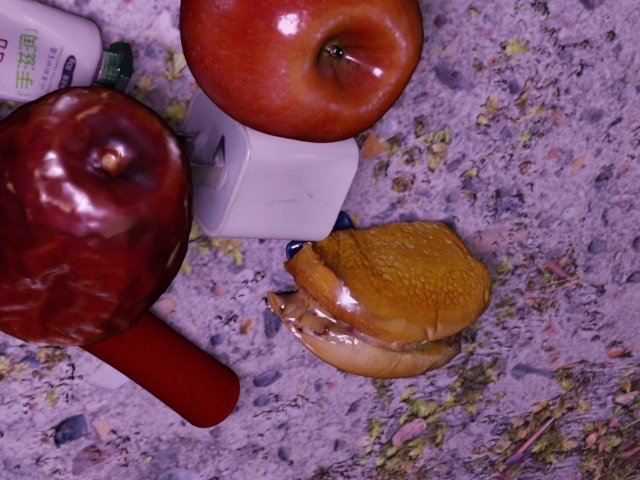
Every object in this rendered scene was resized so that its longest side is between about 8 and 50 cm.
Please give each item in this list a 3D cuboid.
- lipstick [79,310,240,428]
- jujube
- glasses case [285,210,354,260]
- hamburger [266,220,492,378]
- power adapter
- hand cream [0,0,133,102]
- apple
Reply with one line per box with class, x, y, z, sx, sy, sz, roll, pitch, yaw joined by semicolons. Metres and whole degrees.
lipstick;-0.179;0.123;1.787;0.080;0.080;0.241;-43;137;4
jujube;-0.226;-0.022;1.489;0.223;0.223;0.318;-12;169;-25
glasses case;0.000;0.000;1.845;0.083;0.023;0.033;-32;140;-9
hamburger;0.075;0.080;1.857;0.283;0.156;0.144;-6;141;-41
power adapter;-0.088;-0.077;1.648;0.205;0.130;0.125;3;123;-34
hand cream;-0.326;-0.178;1.464;0.336;0.076;0.121;8;120;-30
apple;-0.018;-0.200;1.548;0.218;0.201;0.218;-13;123;-21
